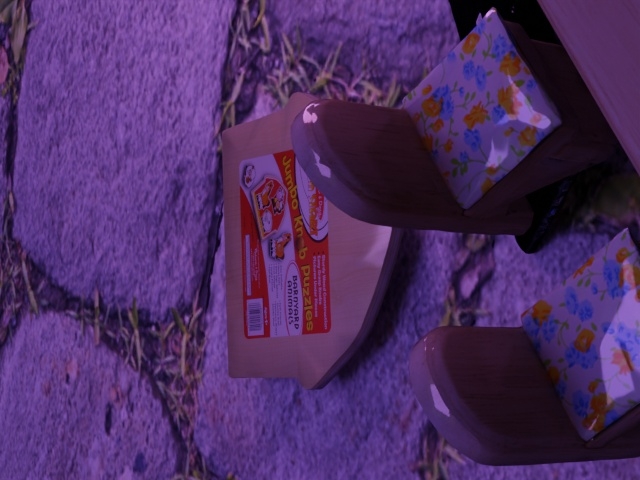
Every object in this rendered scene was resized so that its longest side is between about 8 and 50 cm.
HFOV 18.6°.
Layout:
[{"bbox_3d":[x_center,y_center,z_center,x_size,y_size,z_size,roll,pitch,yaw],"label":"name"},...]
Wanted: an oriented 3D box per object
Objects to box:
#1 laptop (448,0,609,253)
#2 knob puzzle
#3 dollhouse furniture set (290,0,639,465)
[{"bbox_3d":[0.164,-0.155,1.036,0.264,0.137,0.234,106,153,-67],"label":"laptop"},{"bbox_3d":[0.000,0.000,1.258,0.213,0.030,0.213,-4,85,56],"label":"knob puzzle"},{"bbox_3d":[0.174,-0.017,0.739,0.362,0.256,0.394,-42,61,31],"label":"dollhouse furniture set"}]
